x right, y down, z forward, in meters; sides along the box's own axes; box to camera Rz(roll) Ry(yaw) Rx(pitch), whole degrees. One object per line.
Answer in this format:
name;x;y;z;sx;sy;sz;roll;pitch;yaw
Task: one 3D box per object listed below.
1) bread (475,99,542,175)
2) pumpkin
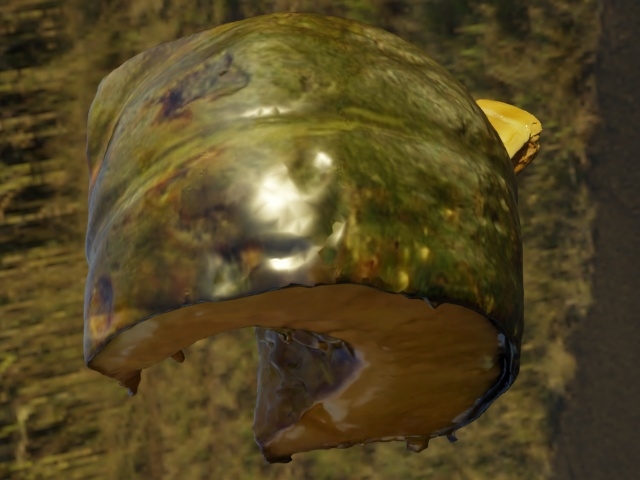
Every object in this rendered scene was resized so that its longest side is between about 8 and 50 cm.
bread;0.127;-0.068;1.138;0.074;0.132;0.053;29;143;36
pumpkin;0.000;0.000;0.881;0.303;0.256;0.225;36;-143;-55
